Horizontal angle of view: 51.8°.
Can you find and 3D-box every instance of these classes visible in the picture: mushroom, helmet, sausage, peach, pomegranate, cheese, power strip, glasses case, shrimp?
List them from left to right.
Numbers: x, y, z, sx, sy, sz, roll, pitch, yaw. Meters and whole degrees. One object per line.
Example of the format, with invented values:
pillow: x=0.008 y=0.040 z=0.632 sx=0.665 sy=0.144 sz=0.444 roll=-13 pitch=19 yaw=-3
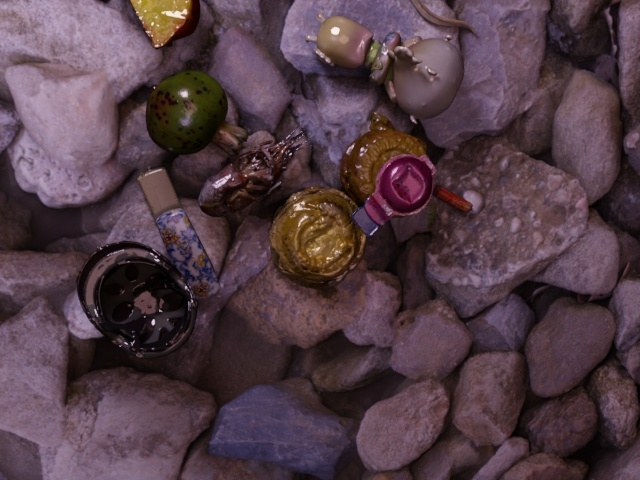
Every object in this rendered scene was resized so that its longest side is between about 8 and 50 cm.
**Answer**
helmet: x=-0.437 y=0.132 z=1.586 sx=0.225 sy=0.177 sz=0.305 roll=-40 pitch=102 yaw=-10
peach: x=-0.365 y=-0.568 z=1.456 sx=0.158 sy=0.154 sz=0.267 roll=-32 pitch=102 yaw=-5
power strip: x=-0.390 y=-0.107 z=1.621 sx=0.076 sy=0.028 sz=0.169 roll=-22 pitch=109 yaw=-9
glasses case: x=-0.329 y=0.037 z=1.641 sx=0.086 sy=0.065 sz=0.248 roll=-24 pitch=119 yaw=-4
pomegranate: x=-0.285 y=-0.279 z=1.524 sx=0.247 sy=0.202 sz=0.202 roll=34 pitch=92 yaw=-16
shrimp: x=-0.158 y=-0.181 z=1.623 sx=0.343 sy=0.116 sz=0.145 roll=-38 pitch=133 yaw=-7
cheese: x=0.183 y=-0.113 z=1.624 sx=0.244 sy=0.062 sz=0.155 roll=-43 pitch=104 yaw=-3
mushroom: x=0.280 y=-0.608 z=1.686 sx=0.306 sy=0.043 sz=0.068 roll=38 pitch=116 yaw=-21
sausage: x=0.371 y=-0.111 z=1.825 sx=0.129 sy=0.034 sz=0.034 roll=27 pitch=95 yaw=-19

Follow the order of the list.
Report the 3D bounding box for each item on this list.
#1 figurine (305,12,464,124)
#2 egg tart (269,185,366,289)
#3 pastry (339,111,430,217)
figurine: x=0.158 y=-0.445 z=1.588 sx=0.394 sy=0.274 sz=0.227 roll=24 pitch=93 yaw=-1
egg tart: x=0.000 y=0.000 z=1.718 sx=0.278 sy=0.095 sz=0.279 roll=-4 pitch=105 yaw=-14
pastry: x=0.180 y=-0.178 z=1.705 sx=0.240 sy=0.132 sz=0.235 roll=32 pitch=94 yaw=-20
